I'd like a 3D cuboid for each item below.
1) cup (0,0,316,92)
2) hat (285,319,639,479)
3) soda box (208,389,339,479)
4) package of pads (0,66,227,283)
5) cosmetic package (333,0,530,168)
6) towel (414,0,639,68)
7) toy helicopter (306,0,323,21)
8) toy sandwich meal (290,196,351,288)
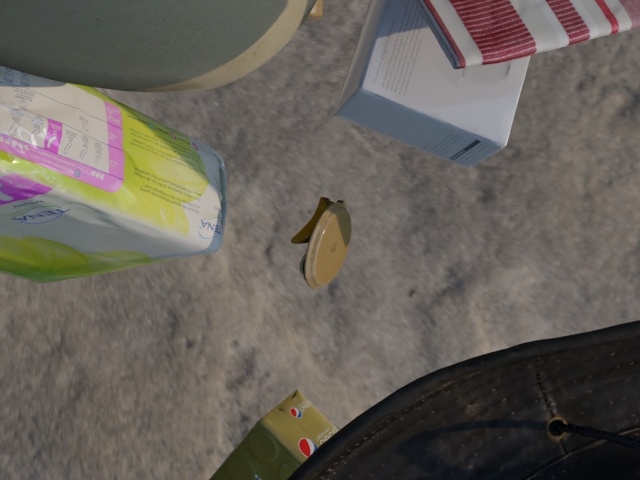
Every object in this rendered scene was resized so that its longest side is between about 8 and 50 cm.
[{"bbox_3d":[-0.122,-0.227,0.792,0.331,0.331,0.237,-49,141,-1],"label":"cup"},{"bbox_3d":[0.135,0.177,0.491,0.331,0.134,0.331,-9,126,-13],"label":"hat"},{"bbox_3d":[-0.055,0.194,0.897,0.061,0.058,0.181,44,121,10],"label":"soda box"},{"bbox_3d":[-0.239,-0.050,0.981,0.229,0.296,0.101,-9,72,29],"label":"package of pads"},{"bbox_3d":[0.166,-0.255,1.735,0.225,0.138,0.224,21,74,-12],"label":"cosmetic package"},{"bbox_3d":[0.274,-0.347,1.638,0.329,0.037,0.237,-16,62,-20],"label":"towel"},{"bbox_3d":[-0.162,-0.293,1.459,0.355,0.235,0.140,-1,91,-18],"label":"toy helicopter"},{"bbox_3d":[0.000,0.000,1.038,0.029,0.085,0.085,18,97,23],"label":"toy sandwich meal"}]
